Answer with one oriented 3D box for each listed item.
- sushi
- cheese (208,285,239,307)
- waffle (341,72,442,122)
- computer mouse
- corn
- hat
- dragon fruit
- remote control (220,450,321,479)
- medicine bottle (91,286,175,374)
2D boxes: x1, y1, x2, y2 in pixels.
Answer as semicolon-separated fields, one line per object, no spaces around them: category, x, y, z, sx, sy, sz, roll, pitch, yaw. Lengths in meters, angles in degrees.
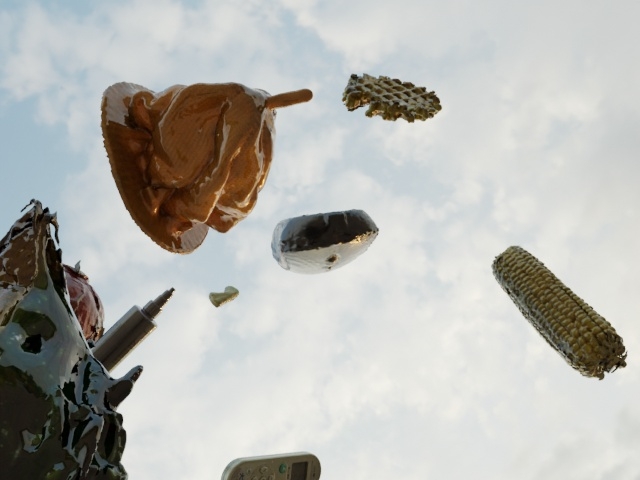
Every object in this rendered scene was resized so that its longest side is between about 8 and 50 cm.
sushi;-0.206;0.123;0.420;0.140;0.287;0.149;-18;-39;17
cheese;-0.237;0.135;1.438;0.083;0.044;0.030;-29;-21;-52
waffle;0.166;-0.334;1.384;0.231;0.229;0.051;6;-59;0
computer mouse;0.001;0.005;1.123;0.182;0.323;0.116;-12;-89;-9
corn;0.445;0.133;1.130;0.115;0.318;0.115;-16;-46;-17
hat;-0.109;-0.138;0.741;0.233;0.244;0.234;-21;-76;20
dragon fruit;-0.578;0.173;1.258;0.244;0.299;0.244;-28;-25;-14
remote control;-0.090;0.438;1.098;0.221;0.042;0.078;12;-100;-41
medicine bottle;-0.322;0.153;1.006;0.199;0.057;0.058;-45;-64;-11
